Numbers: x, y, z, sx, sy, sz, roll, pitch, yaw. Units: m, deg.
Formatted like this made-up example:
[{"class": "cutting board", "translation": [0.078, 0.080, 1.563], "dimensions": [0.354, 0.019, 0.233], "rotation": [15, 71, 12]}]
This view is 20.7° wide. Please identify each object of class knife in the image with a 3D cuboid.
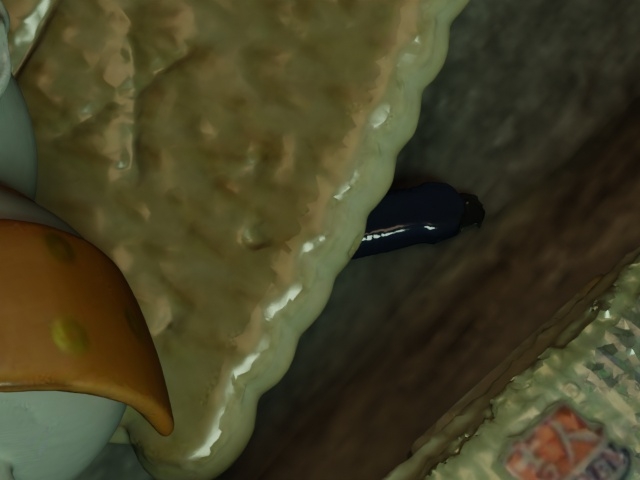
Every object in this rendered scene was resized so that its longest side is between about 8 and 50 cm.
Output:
[{"class": "knife", "translation": [0.000, 0.000, 0.612], "dimensions": [0.121, 0.018, 0.031], "rotation": [-12, 62, -6]}]

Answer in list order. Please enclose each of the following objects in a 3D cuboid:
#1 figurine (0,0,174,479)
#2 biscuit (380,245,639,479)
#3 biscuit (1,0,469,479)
[{"class": "figurine", "translation": [-0.116, 0.011, 0.510], "dimensions": [0.143, 0.143, 0.271], "rotation": [-3, 50, -1]}, {"class": "biscuit", "translation": [0.125, 0.062, 0.548], "dimensions": [0.309, 0.079, 0.186], "rotation": [-40, 75, -18]}, {"class": "biscuit", "translation": [-0.123, -0.077, 0.605], "dimensions": [0.325, 0.044, 0.217], "rotation": [26, 85, 15]}]
